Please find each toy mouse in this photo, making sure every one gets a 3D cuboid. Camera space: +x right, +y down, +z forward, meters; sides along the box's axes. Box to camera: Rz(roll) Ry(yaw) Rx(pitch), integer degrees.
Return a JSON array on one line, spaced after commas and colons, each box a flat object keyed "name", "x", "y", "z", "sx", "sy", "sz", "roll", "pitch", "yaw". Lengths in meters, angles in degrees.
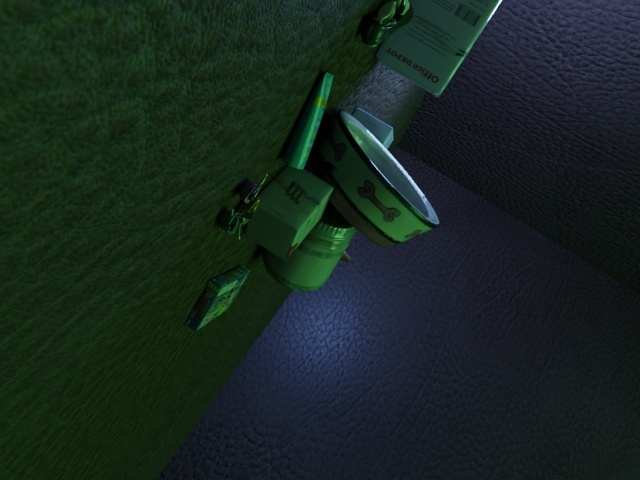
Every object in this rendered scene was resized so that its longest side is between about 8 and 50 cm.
[{"name": "toy mouse", "x": -0.159, "y": -0.067, "z": 0.863, "sx": 0.160, "sy": 0.031, "sz": 0.143, "roll": -58, "pitch": 175, "yaw": 12}]

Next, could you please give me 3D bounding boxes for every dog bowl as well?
[{"name": "dog bowl", "x": 0.138, "y": -0.155, "z": 1.215, "sx": 0.150, "sy": 0.408, "sz": 0.408, "roll": -41, "pitch": 180, "yaw": 20}]

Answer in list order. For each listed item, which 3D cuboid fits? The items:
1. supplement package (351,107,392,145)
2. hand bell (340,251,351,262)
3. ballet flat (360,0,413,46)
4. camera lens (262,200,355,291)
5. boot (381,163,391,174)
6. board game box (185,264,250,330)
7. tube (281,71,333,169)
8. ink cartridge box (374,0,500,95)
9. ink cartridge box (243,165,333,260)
[{"name": "supplement package", "x": 0.158, "y": -0.337, "z": 1.506, "sx": 0.133, "sy": 0.139, "sz": 0.244, "roll": -59, "pitch": 173, "yaw": 9}, {"name": "hand bell", "x": 0.000, "y": 0.000, "z": 1.516, "sx": 0.126, "sy": 0.242, "sz": 0.126, "roll": -56, "pitch": 174, "yaw": -10}, {"name": "ballet flat", "x": 0.158, "y": -0.501, "z": 0.974, "sx": 0.203, "sy": 0.074, "sz": 0.074, "roll": -51, "pitch": 172, "yaw": -31}, {"name": "camera lens", "x": -0.036, "y": 0.001, "z": 1.329, "sx": 0.274, "sy": 0.220, "sz": 0.219, "roll": -61, "pitch": 173, "yaw": 33}, {"name": "boot", "x": 0.162, "y": -0.201, "z": 1.470, "sx": 0.197, "sy": 0.072, "sz": 0.152, "roll": -25, "pitch": -176, "yaw": 5}, {"name": "board game box", "x": -0.261, "y": 0.143, "z": 1.149, "sx": 0.136, "sy": 0.035, "sz": 0.201, "roll": -58, "pitch": 174, "yaw": 12}, {"name": "tube", "x": -0.022, "y": -0.255, "z": 0.942, "sx": 0.080, "sy": 0.052, "sz": 0.206, "roll": -70, "pitch": -176, "yaw": -71}, {"name": "ink cartridge box", "x": 0.312, "y": -0.567, "z": 1.190, "sx": 0.289, "sy": 0.211, "sz": 0.121, "roll": -58, "pitch": 176, "yaw": 19}, {"name": "ink cartridge box", "x": -0.075, "y": -0.072, "z": 1.056, "sx": 0.176, "sy": 0.128, "sz": 0.128, "roll": -52, "pitch": 172, "yaw": -38}]
